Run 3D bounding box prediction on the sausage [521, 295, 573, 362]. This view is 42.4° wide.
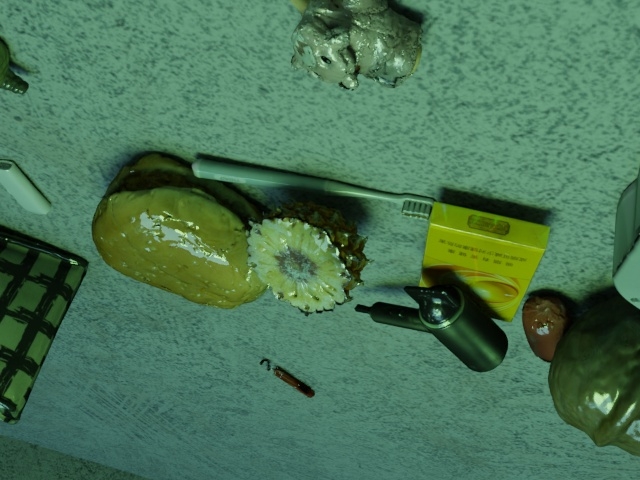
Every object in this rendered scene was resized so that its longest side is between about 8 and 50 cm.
[{"bbox_3d":[0.342,0.133,1.234,0.076,0.076,0.141,3,147,25],"label":"sausage"}]

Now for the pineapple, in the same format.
[{"bbox_3d":[-0.001,0.002,1.153,0.176,0.137,0.161,15,128,21],"label":"pineapple"}]

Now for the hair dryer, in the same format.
[{"bbox_3d":[0.131,0.109,1.236,0.248,0.078,0.195,4,152,43],"label":"hair dryer"}]

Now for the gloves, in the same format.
[{"bbox_3d":[0.032,-0.202,0.835,0.144,0.094,0.110,8,161,2],"label":"gloves"}]

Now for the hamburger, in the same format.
[{"bbox_3d":[-0.202,0.003,1.251,0.283,0.145,0.259,21,148,-16],"label":"hamburger"}]

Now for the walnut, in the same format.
[{"bbox_3d":[0.425,0.182,1.123,0.224,0.224,0.224,14,150,8],"label":"walnut"}]

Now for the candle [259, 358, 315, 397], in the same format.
[{"bbox_3d":[-0.070,0.299,1.788,0.167,0.021,0.026,41,164,-35],"label":"candle"}]

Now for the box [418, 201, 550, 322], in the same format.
[{"bbox_3d":[0.216,0.038,1.151,0.152,0.043,0.269,14,155,10],"label":"box"}]

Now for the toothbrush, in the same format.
[{"bbox_3d":[-0.013,-0.072,1.129,0.342,0.030,0.025,12,147,11],"label":"toothbrush"}]

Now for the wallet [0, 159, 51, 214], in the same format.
[{"bbox_3d":[-0.505,-0.089,1.381,0.061,0.025,0.122,12,151,25],"label":"wallet"}]

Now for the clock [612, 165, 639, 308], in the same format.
[{"bbox_3d":[0.498,0.006,0.906,0.338,0.102,0.338,13,150,8],"label":"clock"}]

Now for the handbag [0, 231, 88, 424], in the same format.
[{"bbox_3d":[-0.642,0.130,1.517,0.327,0.325,0.162,25,148,-11],"label":"handbag"}]

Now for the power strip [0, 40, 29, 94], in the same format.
[{"bbox_3d":[-0.552,-0.286,1.039,0.387,0.066,0.092,28,151,-18],"label":"power strip"}]
